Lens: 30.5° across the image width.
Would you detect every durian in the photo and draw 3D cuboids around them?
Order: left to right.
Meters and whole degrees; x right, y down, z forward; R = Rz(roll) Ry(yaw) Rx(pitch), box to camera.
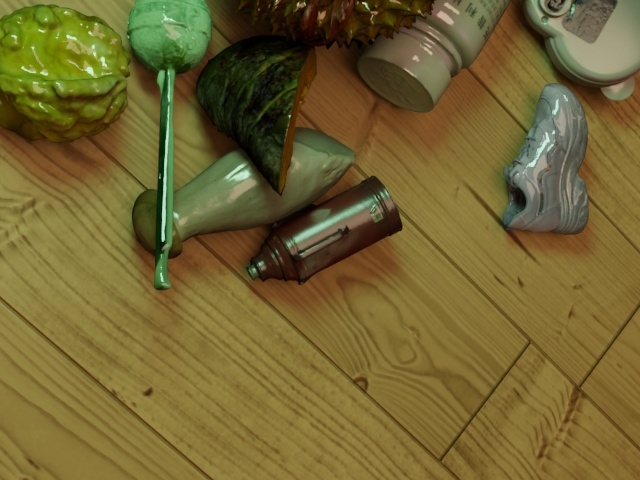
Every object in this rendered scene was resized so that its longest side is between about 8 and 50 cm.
[{"bbox_3d":[0.029,-0.428,1.578,0.384,0.347,0.347,-28,100,2],"label":"durian"}]

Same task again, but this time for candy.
[{"bbox_3d":[-0.212,-0.146,1.598,0.119,0.119,0.439,7,73,-21],"label":"candy"}]

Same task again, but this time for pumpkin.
[{"bbox_3d":[-0.100,-0.208,1.620,0.163,0.111,0.278,10,51,3],"label":"pumpkin"}]

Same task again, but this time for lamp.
[{"bbox_3d":[0.429,-0.348,1.889,0.246,0.108,0.179,33,82,-10],"label":"lamp"}]

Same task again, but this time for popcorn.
[{"bbox_3d":[-0.351,-0.219,1.572,0.198,0.155,0.197,6,67,-16],"label":"popcorn"}]

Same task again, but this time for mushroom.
[{"bbox_3d":[-0.102,-0.077,1.675,0.350,0.128,0.128,-23,97,-17],"label":"mushroom"}]

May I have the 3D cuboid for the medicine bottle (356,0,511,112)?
[{"bbox_3d":[0.182,-0.349,1.762,0.170,0.170,0.293,36,77,-17],"label":"medicine bottle"}]

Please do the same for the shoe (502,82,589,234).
[{"bbox_3d":[0.349,-0.125,1.863,0.138,0.095,0.245,-7,98,-24],"label":"shoe"}]

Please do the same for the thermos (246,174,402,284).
[{"bbox_3d":[-0.001,-0.003,1.714,0.232,0.124,0.098,-27,102,-11],"label":"thermos"}]
